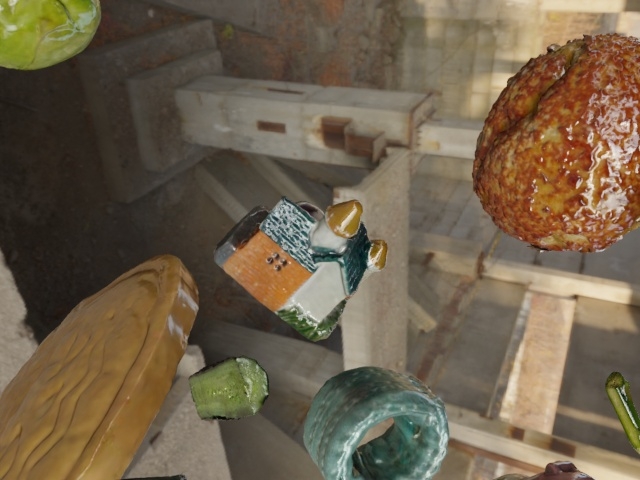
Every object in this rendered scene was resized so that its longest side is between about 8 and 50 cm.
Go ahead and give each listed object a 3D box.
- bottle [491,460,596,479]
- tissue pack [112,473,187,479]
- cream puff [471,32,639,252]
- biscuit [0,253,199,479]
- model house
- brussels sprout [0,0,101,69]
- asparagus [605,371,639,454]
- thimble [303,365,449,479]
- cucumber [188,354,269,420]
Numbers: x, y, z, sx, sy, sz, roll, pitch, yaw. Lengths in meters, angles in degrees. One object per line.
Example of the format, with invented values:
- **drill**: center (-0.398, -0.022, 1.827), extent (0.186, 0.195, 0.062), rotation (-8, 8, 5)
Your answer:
- **bottle**: center (0.201, 0.320, 0.631), extent (0.253, 0.120, 0.120), rotation (-51, -178, 45)
- **tissue pack**: center (-0.111, 0.230, 0.326), extent (0.103, 0.170, 0.090), rotation (7, 129, -33)
- **cream puff**: center (0.259, -0.106, 0.615), extent (0.240, 0.164, 0.240), rotation (-57, -174, 9)
- **biscuit**: center (-0.288, 0.182, 0.638), extent (0.062, 0.365, 0.385), rotation (43, 47, -27)
- **model house**: center (0.000, 0.000, 1.053), extent (0.301, 0.271, 0.190), rotation (-43, -172, 44)
- **brussels sprout**: center (-0.442, -0.356, 0.902), extent (0.223, 0.223, 0.161), rotation (3, 72, -66)
- **asparagus**: center (0.361, 0.206, 0.683), extent (0.021, 0.025, 0.108), rotation (-20, 85, -27)
- **thimble**: center (0.097, 0.313, 0.970), extent (0.235, 0.143, 0.198), rotation (-29, 111, -13)
- **cucumber**: center (-0.112, 0.192, 0.775), extent (0.062, 0.211, 0.078), rotation (-15, 80, -33)
